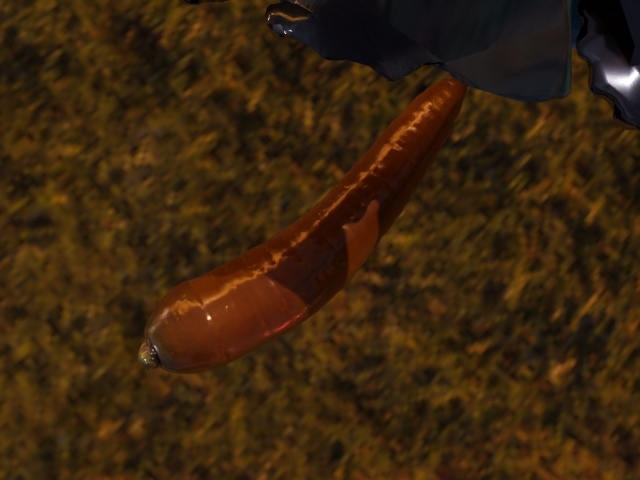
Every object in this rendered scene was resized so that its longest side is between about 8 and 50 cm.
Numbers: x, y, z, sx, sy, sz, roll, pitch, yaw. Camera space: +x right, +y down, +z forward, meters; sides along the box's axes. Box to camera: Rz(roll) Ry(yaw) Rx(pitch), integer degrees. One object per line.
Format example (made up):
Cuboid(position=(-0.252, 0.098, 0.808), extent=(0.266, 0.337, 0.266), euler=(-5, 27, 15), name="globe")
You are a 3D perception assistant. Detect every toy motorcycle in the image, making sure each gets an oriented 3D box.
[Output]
Cuboid(position=(0.074, -0.197, 0.972), extent=(0.416, 0.172, 0.232), euler=(19, 115, 20), name="toy motorcycle")

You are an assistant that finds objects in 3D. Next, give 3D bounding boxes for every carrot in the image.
Cuboid(position=(0.001, 0.000, 1.177), extent=(0.066, 0.271, 0.062), euler=(48, 172, 51), name="carrot")
